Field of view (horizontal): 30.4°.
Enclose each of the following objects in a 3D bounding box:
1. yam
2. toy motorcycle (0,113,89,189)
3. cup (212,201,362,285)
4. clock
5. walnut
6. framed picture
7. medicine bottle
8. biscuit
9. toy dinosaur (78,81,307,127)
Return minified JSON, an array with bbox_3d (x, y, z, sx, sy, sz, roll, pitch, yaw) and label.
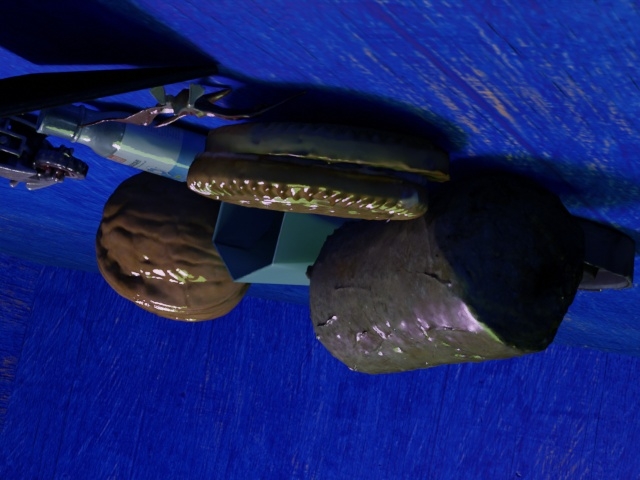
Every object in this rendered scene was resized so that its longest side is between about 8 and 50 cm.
[{"bbox_3d":[0.134,0.042,1.279,0.195,0.195,0.300,16,161,-29],"label":"yam"},{"bbox_3d":[-0.390,-0.119,1.434,0.215,0.080,0.122,19,168,-17],"label":"toy motorcycle"},{"bbox_3d":[0.000,0.000,1.484,0.235,0.148,0.134,14,-174,-39],"label":"cup"},{"bbox_3d":[0.256,0.010,1.482,0.280,0.056,0.280,11,172,1],"label":"clock"},{"bbox_3d":[-0.189,0.004,1.568,0.227,0.228,0.228,11,172,2],"label":"walnut"},{"bbox_3d":[-0.276,-0.116,0.961,0.244,0.013,0.323,4,-164,35],"label":"framed picture"},{"bbox_3d":[-0.205,-0.109,1.293,0.208,0.054,0.090,15,171,-23],"label":"medicine bottle"},{"bbox_3d":[-0.001,-0.067,1.144,0.259,0.079,0.259,6,178,0],"label":"biscuit"},{"bbox_3d":[-0.120,-0.121,1.062,0.220,0.032,0.108,-4,-179,11],"label":"toy dinosaur"}]
